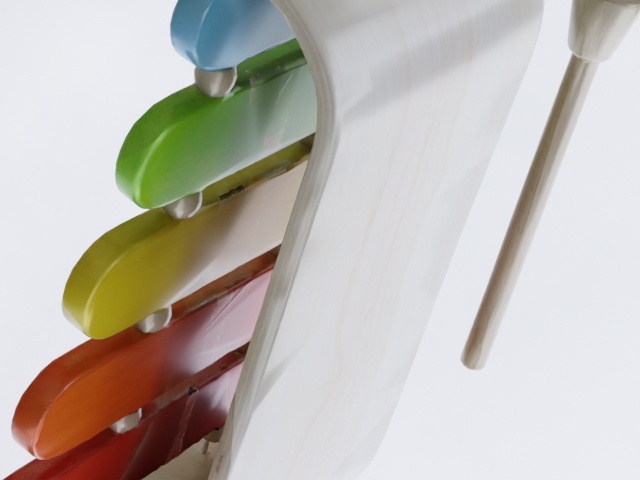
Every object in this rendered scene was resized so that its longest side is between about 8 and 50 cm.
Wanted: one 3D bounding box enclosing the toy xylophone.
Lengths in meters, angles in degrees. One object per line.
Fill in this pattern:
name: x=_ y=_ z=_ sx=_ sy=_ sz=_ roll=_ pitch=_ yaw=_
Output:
toy xylophone: x=0.000 y=0.000 z=0.681 sx=0.081 sy=0.322 sz=0.236 roll=36 pitch=-148 yaw=22
